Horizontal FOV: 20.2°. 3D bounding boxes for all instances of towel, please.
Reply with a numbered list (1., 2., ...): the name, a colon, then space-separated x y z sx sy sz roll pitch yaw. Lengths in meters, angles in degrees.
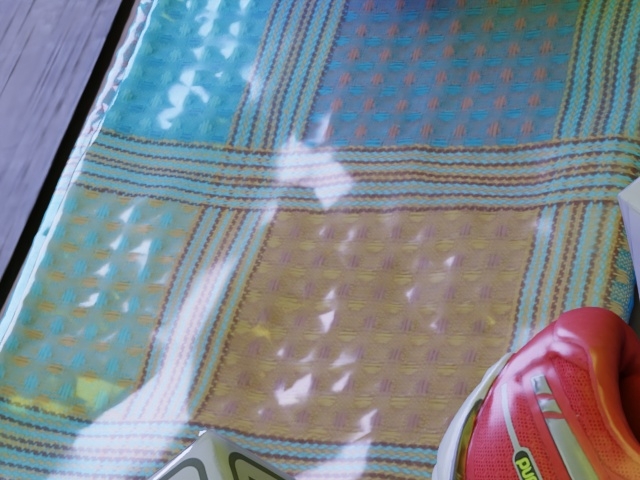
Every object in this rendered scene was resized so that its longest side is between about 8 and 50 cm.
1. towel: 0.000 0.000 0.742 0.271 0.040 0.370 0 50 22

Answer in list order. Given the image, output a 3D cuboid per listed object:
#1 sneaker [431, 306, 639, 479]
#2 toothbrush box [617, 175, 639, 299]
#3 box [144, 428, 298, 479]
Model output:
1. sneaker: 0.153 0.113 0.481 0.279 0.107 0.118 33 106 19
2. toothbrush box: 0.281 -0.010 0.583 0.295 0.126 0.216 -37 48 -15
3. box: 0.024 0.201 0.437 0.087 0.169 0.290 -41 38 17
